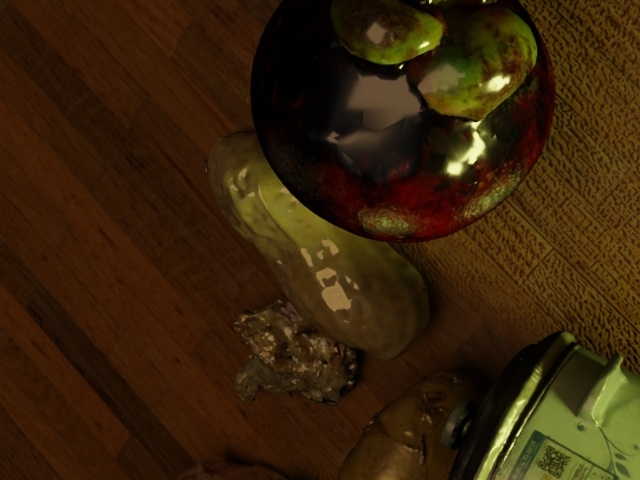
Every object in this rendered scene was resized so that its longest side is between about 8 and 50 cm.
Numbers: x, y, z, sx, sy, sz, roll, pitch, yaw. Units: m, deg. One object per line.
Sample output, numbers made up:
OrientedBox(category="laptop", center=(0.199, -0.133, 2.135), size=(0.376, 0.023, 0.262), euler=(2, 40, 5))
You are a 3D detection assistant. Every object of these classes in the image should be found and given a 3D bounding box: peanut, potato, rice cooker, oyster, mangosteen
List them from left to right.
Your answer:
OrientedBox(category="oyster", center=(-0.040, 0.148, 1.432), size=(0.163, 0.081, 0.191), euler=(42, 129, 10))
OrientedBox(category="peanut", center=(0.000, 0.000, 1.318), size=(0.149, 0.149, 0.313), euler=(-37, 86, 37))
OrientedBox(category="mangosteen", center=(0.080, -0.147, 1.109), size=(0.311, 0.311, 0.311), euler=(12, 113, 31))
OrientedBox(category="potato", center=(0.101, 0.286, 1.299), size=(0.140, 0.173, 0.300), euler=(-153, 77, -71))
OrientedBox(category="rice cooker", center=(0.255, 0.238, 1.141), size=(0.317, 0.264, 0.316), euler=(23, 135, 25))

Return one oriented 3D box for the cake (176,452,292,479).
OrientedBox(category="cake", center=(-0.115, 0.464, 1.452), size=(0.314, 0.307, 0.293), euler=(19, 120, 27))
